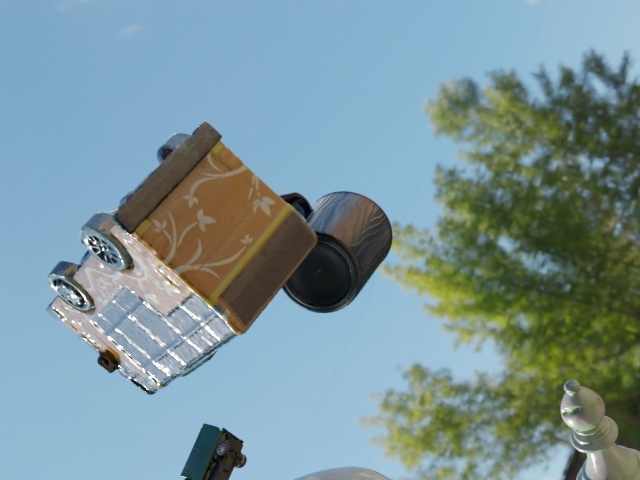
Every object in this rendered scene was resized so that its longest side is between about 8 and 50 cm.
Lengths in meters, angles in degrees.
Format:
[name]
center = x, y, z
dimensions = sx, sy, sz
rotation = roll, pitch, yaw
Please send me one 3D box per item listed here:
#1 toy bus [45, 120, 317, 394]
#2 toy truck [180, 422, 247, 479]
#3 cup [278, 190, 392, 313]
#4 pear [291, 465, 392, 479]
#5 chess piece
[toy bus]
center = -0.160, 0.033, 1.144
dimensions = 0.162, 0.194, 0.323
rotation = -52, 7, -32
[toy truck]
center = -0.184, 0.392, 1.803
dimensions = 0.065, 0.079, 0.147
rotation = 45, -122, -45
[cup]
center = 0.000, 0.010, 1.312
dimensions = 0.138, 0.150, 0.113
rotation = -50, -27, -63
[pear]
center = -0.046, 0.452, 1.486
dimensions = 0.386, 0.191, 0.340
rotation = -44, -9, -42
[chess piece]
center = 0.454, 0.331, 1.756
dimensions = 0.139, 0.139, 0.271
rotation = -52, -55, -35
